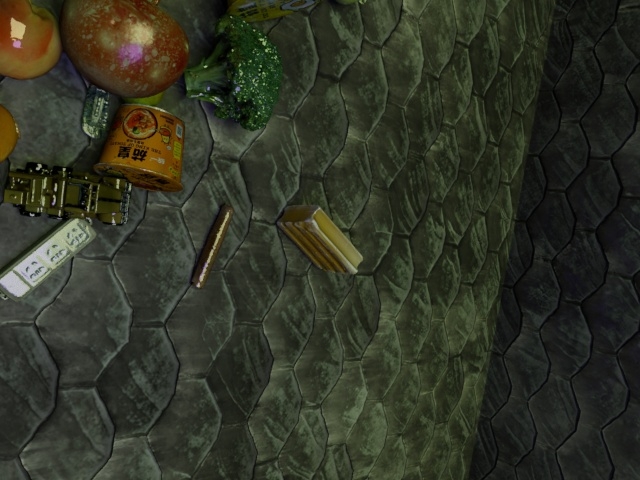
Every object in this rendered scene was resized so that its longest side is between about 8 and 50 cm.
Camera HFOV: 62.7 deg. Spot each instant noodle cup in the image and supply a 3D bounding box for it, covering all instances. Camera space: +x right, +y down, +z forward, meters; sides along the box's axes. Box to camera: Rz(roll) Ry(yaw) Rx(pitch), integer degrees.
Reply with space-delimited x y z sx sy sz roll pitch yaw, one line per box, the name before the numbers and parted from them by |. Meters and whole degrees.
instant noodle cup | -0.436 -0.229 1.311 0.216 0.216 0.172 17 78 -40
instant noodle cup | -0.133 -0.763 1.401 0.326 0.326 0.254 -22 102 -35

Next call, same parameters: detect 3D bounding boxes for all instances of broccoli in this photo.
broccoli | -0.231 -0.446 1.416 0.275 0.308 0.307 -11 107 -12

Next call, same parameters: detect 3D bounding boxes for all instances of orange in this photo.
orange | -0.722 -0.228 1.109 0.155 0.134 0.154 2 77 -7

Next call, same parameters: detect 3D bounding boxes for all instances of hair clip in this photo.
hair clip | -0.540 -0.364 1.299 0.066 0.036 0.229 13 96 -36

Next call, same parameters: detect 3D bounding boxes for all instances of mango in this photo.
mango | -0.446 -0.412 1.332 0.117 0.089 0.163 23 82 -34

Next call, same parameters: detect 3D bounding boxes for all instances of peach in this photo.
peach | -0.648 -0.430 1.113 0.184 0.184 0.184 -9 104 -38

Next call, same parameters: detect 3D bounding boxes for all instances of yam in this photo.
yam | -0.317 0.016 1.549 0.046 0.046 0.264 26 83 -40

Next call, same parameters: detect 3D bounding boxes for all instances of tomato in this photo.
tomato | -0.437 -0.432 1.154 0.270 0.270 0.222 38 89 -37

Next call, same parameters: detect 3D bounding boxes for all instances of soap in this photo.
soap | 0.000 0.000 1.728 0.274 0.173 0.089 48 60 -36

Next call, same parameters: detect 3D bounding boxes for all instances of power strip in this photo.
power strip | -0.659 0.037 1.265 0.272 0.052 0.078 -47 123 -23

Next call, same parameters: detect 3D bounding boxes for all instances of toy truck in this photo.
toy truck | -0.574 -0.105 1.209 0.257 0.127 0.127 7 93 -11

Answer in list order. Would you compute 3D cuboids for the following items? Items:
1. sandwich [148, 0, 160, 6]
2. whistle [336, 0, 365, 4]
sandwich | -0.427 -0.639 1.284 0.185 0.109 0.160 -53 148 -46
whistle | 0.049 -0.858 1.631 0.294 0.141 0.141 44 70 -35
